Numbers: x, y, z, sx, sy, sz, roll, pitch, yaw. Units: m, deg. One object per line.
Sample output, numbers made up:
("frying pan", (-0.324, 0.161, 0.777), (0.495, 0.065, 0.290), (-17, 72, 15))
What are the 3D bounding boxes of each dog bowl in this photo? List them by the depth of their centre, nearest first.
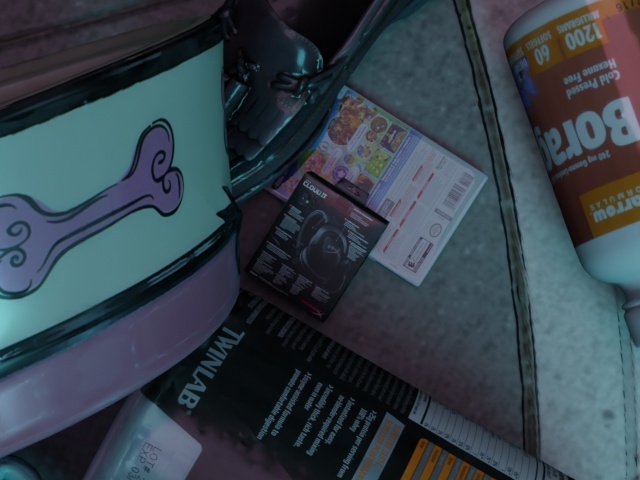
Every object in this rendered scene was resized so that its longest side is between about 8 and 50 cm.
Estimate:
("dog bowl", (-0.224, 0.014, 0.769), (0.408, 0.408, 0.150), (-19, 103, -4))

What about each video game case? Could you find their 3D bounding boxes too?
("video game case", (0.035, -0.038, 0.960), (0.122, 0.011, 0.087), (33, 84, 3))

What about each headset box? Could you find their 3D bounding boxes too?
("headset box", (0.000, 0.000, 0.934), (0.062, 0.032, 0.083), (32, 97, 3))

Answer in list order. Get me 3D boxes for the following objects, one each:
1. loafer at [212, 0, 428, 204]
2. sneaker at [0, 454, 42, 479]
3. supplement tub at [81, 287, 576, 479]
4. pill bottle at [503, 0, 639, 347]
("loafer", (-0.011, -0.144, 0.924), (0.109, 0.095, 0.302), (42, 82, 15))
("sneaker", (-0.194, 0.255, 0.832), (0.110, 0.122, 0.283), (1, 75, -31))
("supplement tub", (0.028, 0.179, 0.840), (0.316, 0.193, 0.194), (31, 83, 3))
("pill bottle", (0.202, -0.049, 0.909), (0.121, 0.121, 0.216), (-18, 83, -4))
